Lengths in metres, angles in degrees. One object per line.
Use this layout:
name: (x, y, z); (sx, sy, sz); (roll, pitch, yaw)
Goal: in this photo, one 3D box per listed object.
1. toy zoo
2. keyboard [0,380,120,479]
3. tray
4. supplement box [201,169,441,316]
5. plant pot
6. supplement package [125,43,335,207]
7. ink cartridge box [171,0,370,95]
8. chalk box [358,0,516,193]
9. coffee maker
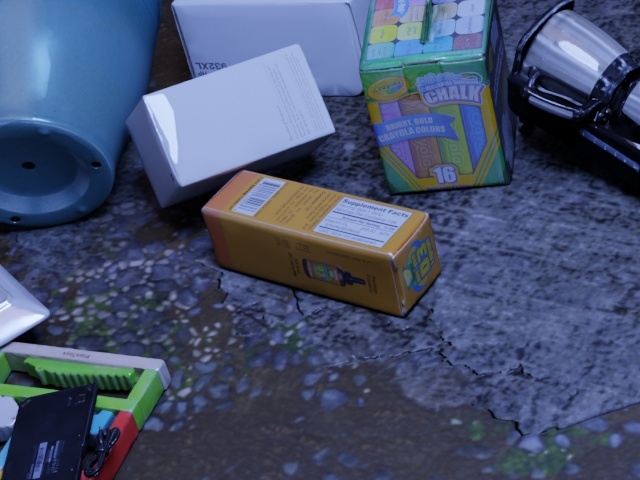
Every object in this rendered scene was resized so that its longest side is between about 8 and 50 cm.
toy zoo: (-0.283, 0.211, 1.671); (0.192, 0.030, 0.293); (4, 43, 25)
keyboard: (-0.231, 0.199, 1.624); (0.108, 0.023, 0.180); (-13, 39, 14)
tray: (-0.393, 0.055, 1.877); (0.145, 0.030, 0.270); (-31, 33, -18)
supplement box: (0.000, 0.000, 1.789); (0.233, 0.078, 0.080); (17, 46, 34)
plant pot: (-0.308, -0.167, 1.975); (0.272, 0.271, 0.255); (-10, 53, 9)
supplement package: (-0.095, -0.118, 1.896); (0.179, 0.105, 0.105); (-21, -4, -20)
ink cartridge box: (-0.009, -0.312, 2.131); (0.223, 0.129, 0.307); (2, 42, 22)
chalk box: (0.116, -0.171, 1.844); (0.132, 0.213, 0.132); (-5, 39, 15)
coffee maker: (0.286, -0.133, 1.806); (0.178, 0.171, 0.120); (36, 82, 22)
